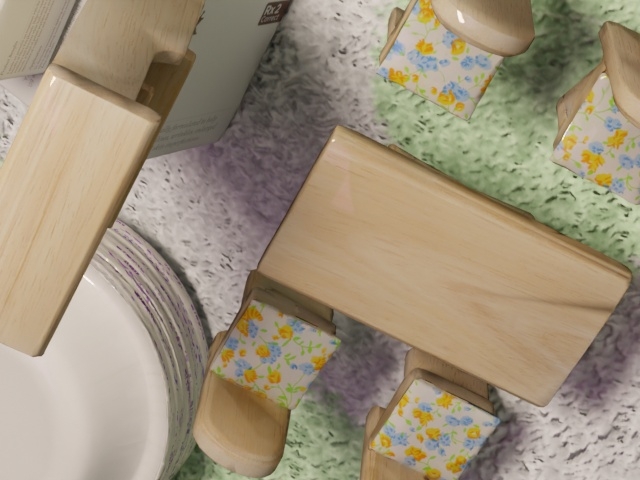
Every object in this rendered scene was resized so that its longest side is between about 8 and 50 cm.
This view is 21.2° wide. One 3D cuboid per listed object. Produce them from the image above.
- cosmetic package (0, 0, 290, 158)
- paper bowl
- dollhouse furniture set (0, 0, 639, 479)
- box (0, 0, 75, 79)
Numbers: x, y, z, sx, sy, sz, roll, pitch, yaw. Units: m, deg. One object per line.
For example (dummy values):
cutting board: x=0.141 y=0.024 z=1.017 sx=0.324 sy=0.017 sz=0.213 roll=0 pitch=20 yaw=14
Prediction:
cosmetic package: x=-0.150 y=-0.172 z=1.274 sx=0.183 sy=0.151 sz=0.151 roll=38 pitch=117 yaw=18
paper bowl: x=-0.243 y=0.114 z=1.376 sx=0.284 sy=0.148 sz=0.284 roll=7 pitch=110 yaw=20
dollhouse furniture set: x=0.000 y=0.000 z=1.087 sx=0.394 sy=0.256 sz=0.362 roll=26 pitch=116 yaw=-9
box: x=-0.233 y=-0.177 z=1.179 sx=0.102 sy=0.087 sz=0.101 roll=38 pitch=117 yaw=17
